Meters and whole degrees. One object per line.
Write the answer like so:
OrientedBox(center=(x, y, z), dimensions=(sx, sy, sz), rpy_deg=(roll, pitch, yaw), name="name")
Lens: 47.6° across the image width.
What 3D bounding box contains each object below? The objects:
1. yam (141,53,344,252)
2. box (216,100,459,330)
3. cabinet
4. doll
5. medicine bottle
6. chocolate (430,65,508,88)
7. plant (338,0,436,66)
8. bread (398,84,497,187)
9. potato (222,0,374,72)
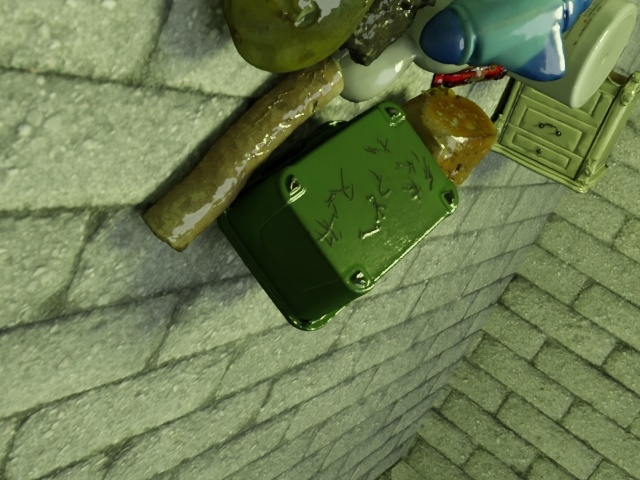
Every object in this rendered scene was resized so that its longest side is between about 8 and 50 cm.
OrientedBox(center=(-0.097, -0.126, 1.000), dimensions=(0.356, 0.081, 0.081), rpy_deg=(-45, 155, -14), name="yam")
OrientedBox(center=(0.041, -0.053, 1.100), dimensions=(0.329, 0.252, 0.178), rpy_deg=(-41, -174, -36), name="box")
OrientedBox(center=(0.627, -0.337, 1.825), dimensions=(0.227, 0.290, 0.317), rpy_deg=(-29, 144, -49), name="cabinet")
OrientedBox(center=(0.241, -0.342, 1.073), dimensions=(0.187, 0.366, 0.376), rpy_deg=(43, 66, -36), name="doll")
OrientedBox(center=(0.497, -0.430, 1.522), dimensions=(0.238, 0.232, 0.237), rpy_deg=(-43, 154, -27), name="medicine bottle")
OrientedBox(center=(0.308, -0.345, 1.462), dimensions=(0.183, 0.028, 0.086), rpy_deg=(-10, 139, -18), name="chocolate")
OrientedBox(center=(0.077, -0.346, 0.975), dimensions=(0.203, 0.142, 0.131), rpy_deg=(-51, 149, 15), name="plant")
OrientedBox(center=(0.182, -0.166, 1.363), dimensions=(0.196, 0.176, 0.246), rpy_deg=(-14, 150, -42), name="bread")
OrientedBox(center=(-0.009, -0.307, 0.835), dimensions=(0.228, 0.148, 0.197), rpy_deg=(-40, 158, -20), name="potato")
